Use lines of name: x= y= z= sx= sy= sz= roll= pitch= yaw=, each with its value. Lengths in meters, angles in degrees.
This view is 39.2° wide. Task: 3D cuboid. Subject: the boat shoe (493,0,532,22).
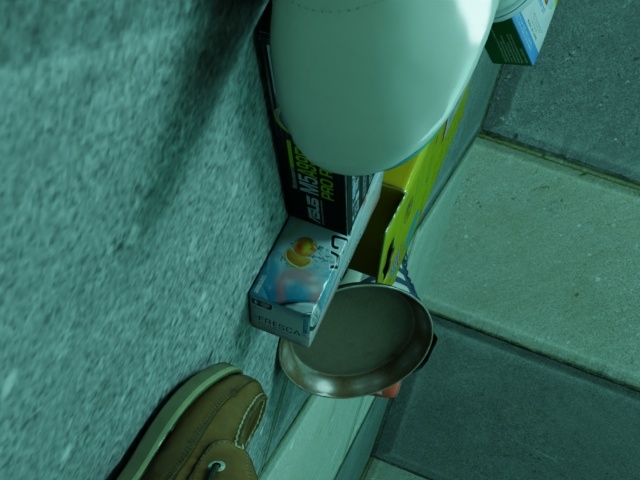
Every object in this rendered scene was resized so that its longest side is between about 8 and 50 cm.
boat shoe: x=0.154 y=-0.337 z=0.659 sx=0.156 sy=0.135 sz=0.367 roll=-56 pitch=161 yaw=-63

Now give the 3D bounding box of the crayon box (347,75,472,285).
crayon box: x=0.090 y=-0.095 z=1.017 sx=0.202 sy=0.081 sz=0.319 roll=91 pitch=21 yaw=-59

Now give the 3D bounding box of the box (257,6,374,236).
box: x=0.033 y=-0.153 z=0.685 sx=0.270 sy=0.060 sz=0.216 roll=84 pitch=27 yaw=-68

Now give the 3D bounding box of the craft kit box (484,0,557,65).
craft kit box: x=0.199 y=-0.352 z=0.914 sx=0.250 sy=0.061 sz=0.247 roll=47 pitch=64 yaw=-50

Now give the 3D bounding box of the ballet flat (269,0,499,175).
ballet flat: x=0.045 y=-0.234 z=0.484 sx=0.139 sy=0.139 sz=0.400 roll=78 pitch=29 yaw=-71

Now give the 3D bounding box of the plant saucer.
plant saucer: x=0.036 y=0.103 z=0.965 sx=0.029 sy=0.168 sz=0.168 roll=-105 pitch=-158 yaw=-51

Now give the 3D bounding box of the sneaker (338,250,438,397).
sneaker: x=0.089 y=0.090 z=1.171 sx=0.350 sy=0.148 sz=0.131 roll=-55 pitch=162 yaw=-55

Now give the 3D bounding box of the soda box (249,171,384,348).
soda box: x=0.000 y=0.000 z=0.803 sx=0.063 sy=0.058 sz=0.183 roll=94 pitch=19 yaw=-57

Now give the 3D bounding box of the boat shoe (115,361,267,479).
boat shoe: x=-0.086 y=0.186 z=0.580 sx=0.307 sy=0.104 sz=0.111 roll=-50 pitch=157 yaw=-62
